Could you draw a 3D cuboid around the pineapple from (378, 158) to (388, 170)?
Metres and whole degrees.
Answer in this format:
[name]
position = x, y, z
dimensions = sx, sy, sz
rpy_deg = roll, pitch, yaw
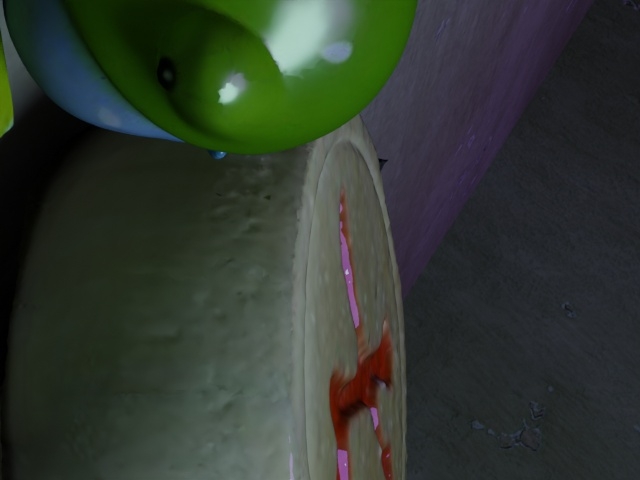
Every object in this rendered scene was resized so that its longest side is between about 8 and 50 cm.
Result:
[pineapple]
position = 0.000, 0.000, 1.062
dimensions = 0.237, 0.111, 0.119
rpy_deg = 100, -7, -50

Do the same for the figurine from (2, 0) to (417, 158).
[figurine]
position = -0.034, -0.117, 0.443
dimensions = 0.263, 0.143, 0.162
rpy_deg = -78, 169, -77

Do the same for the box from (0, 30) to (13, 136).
[box]
position = -0.204, 0.016, 0.268
dimensions = 0.335, 0.047, 0.187
rpy_deg = -53, 169, -30

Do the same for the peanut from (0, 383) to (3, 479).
[peanut]
position = -0.155, 0.121, 0.659
dimensions = 0.117, 0.101, 0.263
rpy_deg = -38, 178, 15

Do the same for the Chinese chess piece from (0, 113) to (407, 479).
[Chinese chess piece]
position = -0.040, 0.081, 0.612
dimensions = 0.338, 0.140, 0.338
rpy_deg = -4, 90, -79
